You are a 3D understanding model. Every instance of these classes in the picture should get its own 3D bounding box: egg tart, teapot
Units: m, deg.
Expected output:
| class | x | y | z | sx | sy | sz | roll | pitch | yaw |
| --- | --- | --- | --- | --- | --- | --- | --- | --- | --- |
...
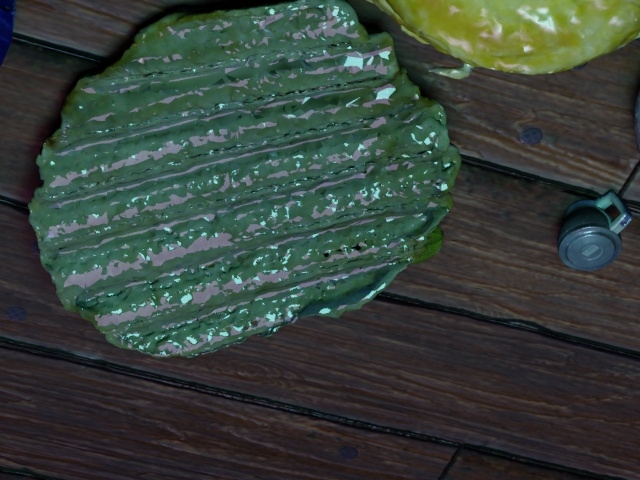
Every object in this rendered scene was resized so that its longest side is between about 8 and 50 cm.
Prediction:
| class | x | y | z | sx | sy | sz | roll | pitch | yaw |
| --- | --- | --- | --- | --- | --- | --- | --- | --- | --- |
| egg tart | 0.170 | -0.266 | 1.555 | 0.388 | 0.169 | 0.388 | 8 | 140 | 7 |
| teapot | 0.282 | -0.014 | 1.914 | 0.066 | 0.057 | 0.088 | 30 | 127 | -30 |

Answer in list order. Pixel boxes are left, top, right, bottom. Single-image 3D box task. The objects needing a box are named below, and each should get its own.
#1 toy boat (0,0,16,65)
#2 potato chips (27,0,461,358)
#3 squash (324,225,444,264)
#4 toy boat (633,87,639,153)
| class | x | y | z | sx | sy | sz | roll | pitch | yaw |
| --- | --- | --- | --- | --- | --- | --- | --- | --- | --- |
| toy boat | -0.431 | -0.217 | 1.675 | 0.318 | 0.072 | 0.219 | -4 | 136 | 12 |
| potato chips | -0.084 | -0.061 | 1.793 | 0.429 | 0.070 | 0.358 | -15 | 118 | 9 |
| squash | 0.000 | 0.000 | 1.895 | 0.252 | 0.066 | 0.066 | -5 | 133 | -1 |
| toy boat | 0.390 | -0.116 | 1.829 | 0.155 | 0.085 | 0.227 | -21 | 142 | 25 |
